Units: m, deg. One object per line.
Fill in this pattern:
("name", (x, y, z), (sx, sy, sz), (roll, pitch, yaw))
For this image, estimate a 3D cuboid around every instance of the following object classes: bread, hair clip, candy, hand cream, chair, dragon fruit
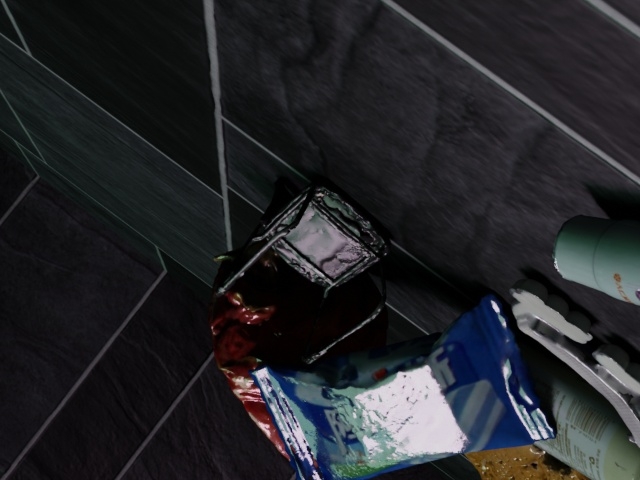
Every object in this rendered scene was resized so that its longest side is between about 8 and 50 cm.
("bread", (0.284, 0.265, 1.569), (0.185, 0.109, 0.380), (58, 167, 4))
("hair clip", (0.257, 0.118, 1.201), (0.220, 0.054, 0.140), (40, 173, -3))
("candy", (0.083, 0.179, 1.381), (0.331, 0.077, 0.187), (-17, 105, 30))
("hand cream", (0.282, 0.031, 0.768), (0.331, 0.058, 0.085), (15, 136, 52))
("hand cream", (0.288, 0.204, 1.331), (0.306, 0.093, 0.147), (27, 138, 46))
("chair", (0.000, 0.000, 1.392), (0.140, 0.221, 0.145), (41, 126, -14))
("dragon fruit", (-0.022, 0.091, 1.515), (0.152, 0.317, 0.205), (-28, 136, 30))
